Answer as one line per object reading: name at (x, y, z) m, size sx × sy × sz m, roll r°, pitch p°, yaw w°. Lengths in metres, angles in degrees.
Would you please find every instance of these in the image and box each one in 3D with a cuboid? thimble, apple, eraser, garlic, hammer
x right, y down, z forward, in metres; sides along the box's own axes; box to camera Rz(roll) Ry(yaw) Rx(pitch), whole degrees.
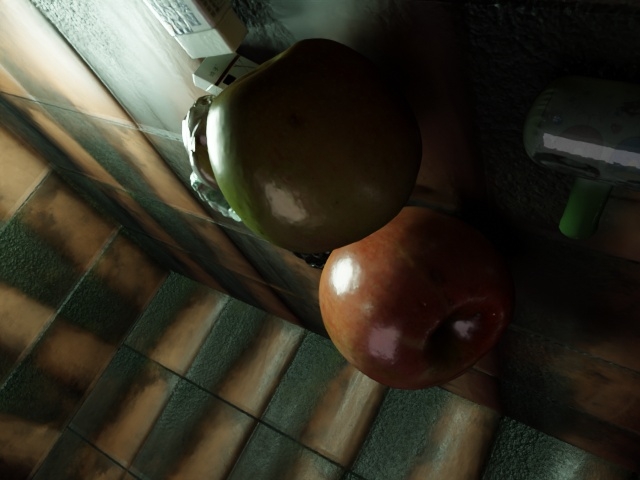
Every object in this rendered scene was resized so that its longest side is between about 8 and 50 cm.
thimble at (-0.186, -0.141, 1.292) m, size 0.211 × 0.149 × 0.185 m, roll 17°, pitch 154°, yaw 34°
apple at (0.177, 0.105, 1.091) m, size 0.364 × 0.364 × 0.364 m, roll 26°, pitch 160°, yaw 10°
eraser at (-0.223, -0.391, 0.862) m, size 0.124 × 0.068 × 0.210 m, roll 9°, pitch 152°, yaw 40°
apple at (-0.018, -0.147, 0.821) m, size 0.277 × 0.319 × 0.319 m, roll 47°, pitch 155°, yaw -26°
garlic at (-0.166, -0.213, 1.064) m, size 0.207 × 0.207 × 0.256 m, roll 32°, pitch 164°, yaw -4°
hammer at (0.375, -0.083, 0.736) m, size 0.206 × 0.119 × 0.335 m, roll 21°, pitch 165°, yaw 23°

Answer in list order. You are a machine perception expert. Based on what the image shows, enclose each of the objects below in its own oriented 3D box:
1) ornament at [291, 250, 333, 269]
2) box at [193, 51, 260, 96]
ornament at (0.000, 0.000, 1.292) m, size 0.260 × 0.106 × 0.251 m, roll -8°, pitch 146°, yaw 15°
box at (-0.140, -0.283, 0.981) m, size 0.154 × 0.084 × 0.040 m, roll 28°, pitch 160°, yaw 3°
